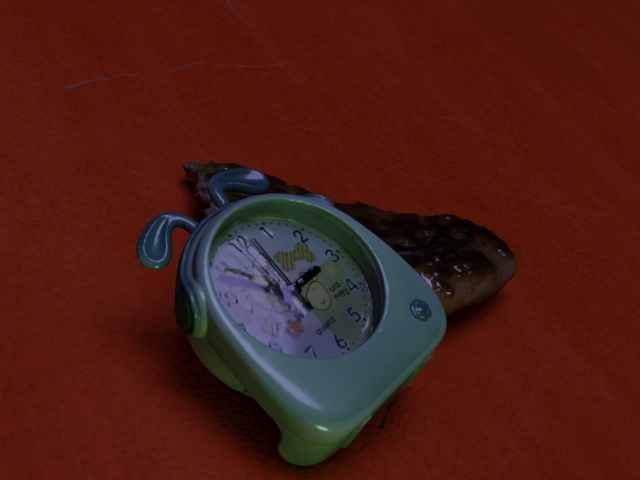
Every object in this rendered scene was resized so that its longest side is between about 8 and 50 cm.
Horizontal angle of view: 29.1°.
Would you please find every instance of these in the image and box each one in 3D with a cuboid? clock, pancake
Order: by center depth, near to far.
[{"bbox_3d":[-0.021,0.036,0.786,0.188,0.060,0.148,45,51,11],"label":"clock"},{"bbox_3d":[0.000,0.000,0.948,0.244,0.057,0.266,30,26,31],"label":"pancake"}]
